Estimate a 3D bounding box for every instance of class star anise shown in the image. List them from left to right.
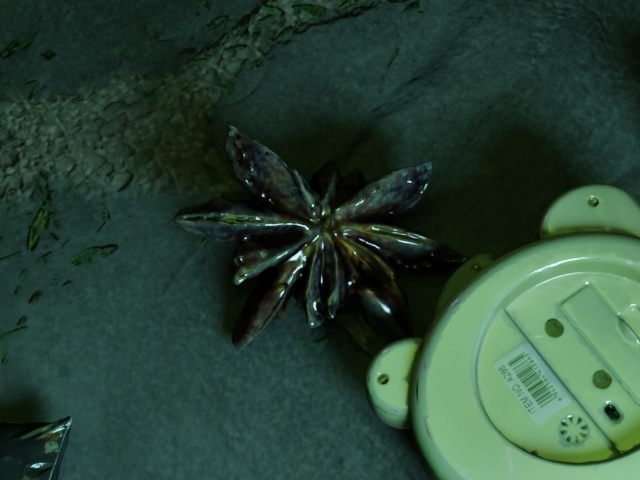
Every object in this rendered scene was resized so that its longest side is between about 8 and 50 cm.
[{"bbox_3d":[0.003,-0.004,1.183,0.283,0.129,0.212,2,70,-2],"label":"star anise"}]

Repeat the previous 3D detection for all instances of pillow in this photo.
[{"bbox_3d":[-0.284,0.234,1.136,0.090,0.048,0.150,5,67,6],"label":"pillow"}]

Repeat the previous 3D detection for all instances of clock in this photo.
[{"bbox_3d":[0.219,0.126,1.091,0.309,0.114,0.284,-34,71,-7],"label":"clock"}]
